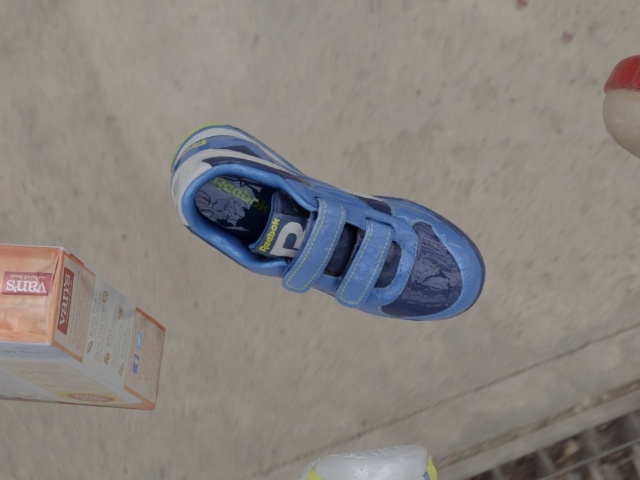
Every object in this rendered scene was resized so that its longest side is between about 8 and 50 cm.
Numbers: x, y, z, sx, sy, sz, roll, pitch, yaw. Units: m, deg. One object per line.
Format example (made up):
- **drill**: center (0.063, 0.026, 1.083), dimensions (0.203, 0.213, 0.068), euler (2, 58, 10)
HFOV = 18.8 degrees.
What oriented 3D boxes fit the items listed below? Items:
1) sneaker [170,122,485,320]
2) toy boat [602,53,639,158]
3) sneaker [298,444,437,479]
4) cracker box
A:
- **sneaker**: center (0.000, 0.000, 0.814), dimensions (0.144, 0.059, 0.053), euler (21, 104, -1)
- **toy boat**: center (0.316, -0.107, 1.399), dimensions (0.151, 0.231, 0.151), euler (16, 84, 40)
- **sneaker**: center (0.032, 0.213, 1.292), dimensions (0.091, 0.240, 0.126), euler (-6, 74, -8)
- **cracker box**: center (-0.209, 0.057, 1.270), dimensions (0.156, 0.232, 0.067), euler (3, 77, 12)
